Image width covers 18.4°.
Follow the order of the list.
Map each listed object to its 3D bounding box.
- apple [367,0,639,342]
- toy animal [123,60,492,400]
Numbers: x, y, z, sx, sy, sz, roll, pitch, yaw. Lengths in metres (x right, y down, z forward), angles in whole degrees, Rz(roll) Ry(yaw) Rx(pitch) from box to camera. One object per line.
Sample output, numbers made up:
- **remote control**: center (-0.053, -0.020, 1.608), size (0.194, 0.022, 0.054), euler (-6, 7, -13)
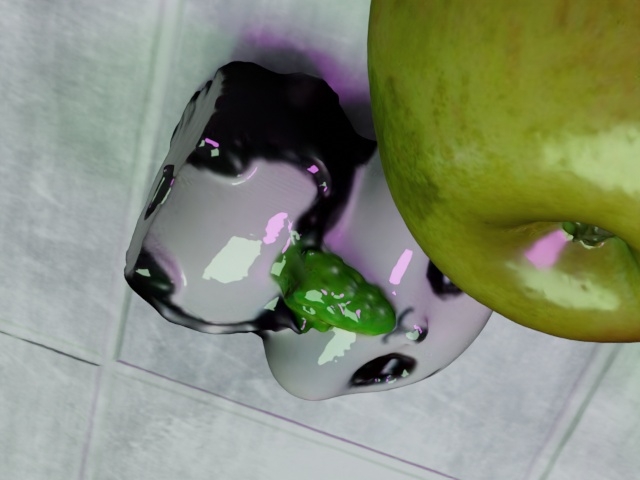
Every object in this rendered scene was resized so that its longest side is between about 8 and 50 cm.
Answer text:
- **apple**: center (0.188, -0.106, 1.106), size (0.339, 0.339, 0.339), euler (13, 143, 10)
- **toy animal**: center (0.001, 0.003, 1.416), size (0.266, 0.212, 0.212), euler (27, 143, -4)
